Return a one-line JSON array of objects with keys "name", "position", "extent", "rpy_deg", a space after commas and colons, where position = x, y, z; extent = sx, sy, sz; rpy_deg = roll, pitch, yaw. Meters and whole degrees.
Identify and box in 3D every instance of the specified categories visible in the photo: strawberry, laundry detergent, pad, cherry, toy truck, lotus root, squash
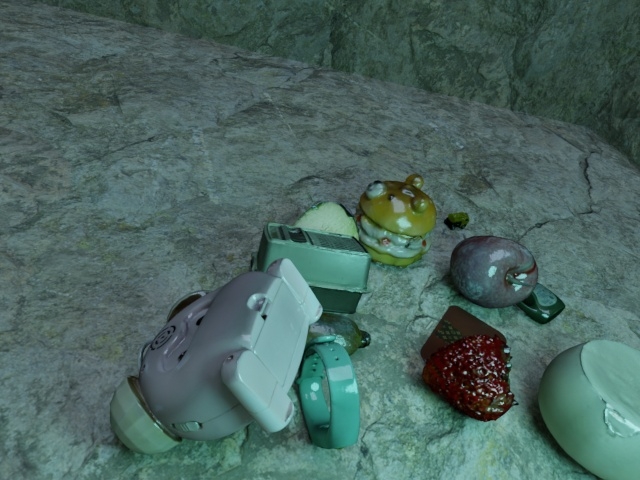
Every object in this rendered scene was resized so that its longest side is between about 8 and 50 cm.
[{"name": "strawberry", "position": [0.331, 0.298, 0.996], "extent": [0.202, 0.186, 0.184], "rpy_deg": [6, 0, 10]}, {"name": "laundry detergent", "position": [0.636, 0.162, 1.385], "extent": [0.137, 0.063, 0.211], "rpy_deg": [-20, 51, -32]}, {"name": "pad", "position": [0.383, 0.278, 1.178], "extent": [0.181, 0.004, 0.267], "rpy_deg": [33, 38, 18]}, {"name": "cherry", "position": [0.501, 0.091, 1.299], "extent": [0.236, 0.212, 0.285], "rpy_deg": [21, 8, -29]}, {"name": "toy truck", "position": [0.504, -0.075, 1.640], "extent": [0.083, 0.054, 0.049], "rpy_deg": [-5, 42, -29]}, {"name": "lotus root", "position": [0.026, 0.219, 1.032], "extent": [0.192, 0.088, 0.113], "rpy_deg": [10, 40, -13]}, {"name": "squash", "position": [0.000, 0.000, 1.255], "extent": [0.237, 0.155, 0.204], "rpy_deg": [11, 35, -12]}]

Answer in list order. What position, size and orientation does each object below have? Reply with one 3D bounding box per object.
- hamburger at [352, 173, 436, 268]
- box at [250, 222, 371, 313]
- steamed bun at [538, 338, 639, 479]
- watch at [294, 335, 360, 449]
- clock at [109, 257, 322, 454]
[{"name": "hamburger", "position": [0.234, -0.074, 1.379], "extent": [0.277, 0.236, 0.276], "rpy_deg": [12, 34, -8]}, {"name": "box", "position": [-0.027, 0.067, 1.103], "extent": [0.291, 0.166, 0.220], "rpy_deg": [9, 13, -11]}, {"name": "steamed bun", "position": [0.648, 0.383, 0.984], "extent": [0.325, 0.206, 0.324], "rpy_deg": [13, 34, -9]}, {"name": "watch", "position": [0.007, 0.287, 0.842], "extent": [0.068, 0.237, 0.195], "rpy_deg": [-6, 71, -16]}, {"name": "clock", "position": [-0.188, 0.203, 0.807], "extent": [0.184, 0.326, 0.342], "rpy_deg": [57, 29, -19]}]
